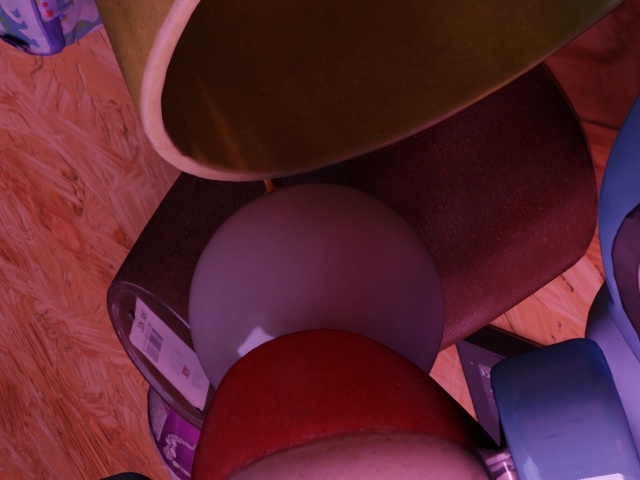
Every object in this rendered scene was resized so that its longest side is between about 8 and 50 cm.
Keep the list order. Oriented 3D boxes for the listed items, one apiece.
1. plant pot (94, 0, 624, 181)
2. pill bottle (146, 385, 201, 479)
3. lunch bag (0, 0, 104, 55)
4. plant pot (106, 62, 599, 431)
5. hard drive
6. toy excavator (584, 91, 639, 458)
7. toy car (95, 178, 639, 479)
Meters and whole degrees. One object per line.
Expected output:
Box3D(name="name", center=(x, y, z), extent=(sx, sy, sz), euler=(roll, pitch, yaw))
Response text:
Box3D(name="plant pot", center=(-0.011, -0.220, 0.520), extent=(0.293, 0.275, 0.275), euler=(59, 155, 15))
Box3D(name="pill bottle", center=(-0.041, 0.107, 1.021), extent=(0.169, 0.169, 0.301), euler=(44, 152, 12))
Box3D(name="lunch bag", center=(-0.234, -0.247, 0.966), extent=(0.176, 0.090, 0.219), euler=(31, 146, 38))
Box3D(name="plant pot", center=(0.000, 0.000, 0.764), extent=(0.215, 0.230, 0.215), euler=(37, 150, 26))
Box3D(name="hard drive", center=(0.143, 0.122, 0.925), extent=(0.094, 0.022, 0.135), euler=(21, 140, 43))
Box3D(name="toy excavator", center=(0.239, 0.101, 0.607), extent=(0.433, 0.222, 0.445), euler=(57, 165, -8))
Box3D(name="toy car", center=(0.010, 0.067, 0.595), extent=(0.210, 0.219, 0.238), euler=(62, -167, -50))
